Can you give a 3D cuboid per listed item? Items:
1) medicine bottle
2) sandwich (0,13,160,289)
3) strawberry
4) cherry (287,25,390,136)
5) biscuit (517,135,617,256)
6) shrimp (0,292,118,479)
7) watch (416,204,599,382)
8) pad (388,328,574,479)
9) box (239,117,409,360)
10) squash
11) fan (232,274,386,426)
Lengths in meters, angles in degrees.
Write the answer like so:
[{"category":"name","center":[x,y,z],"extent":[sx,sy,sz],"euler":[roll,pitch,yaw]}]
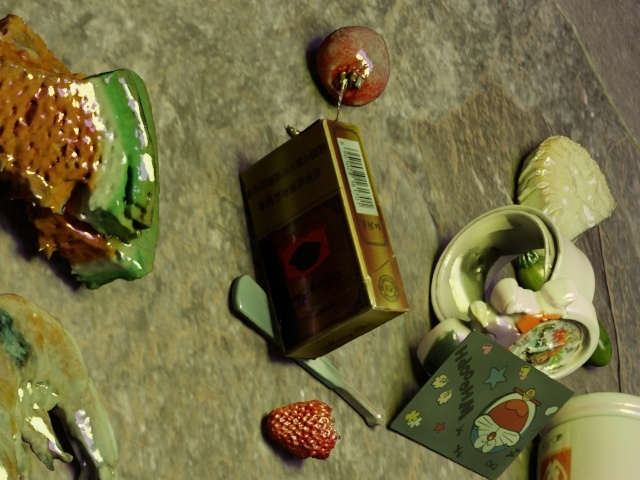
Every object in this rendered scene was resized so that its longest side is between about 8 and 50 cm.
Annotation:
[{"category":"medicine bottle","center":[0.393,0.388,2.020],"extent":[0.202,0.202,0.315],"euler":[41,43,-34]},{"category":"sandwich","center":[-0.251,-0.122,1.451],"extent":[0.301,0.162,0.250],"euler":[35,43,-43]},{"category":"strawberry","center":[-0.023,0.214,1.679],"extent":[0.083,0.073,0.073],"euler":[4,65,-14]},{"category":"cherry","center":[0.022,-0.208,1.938],"extent":[0.225,0.090,0.107],"euler":[-48,124,-43]},{"category":"biscuit","center":[0.386,-0.075,2.356],"extent":[0.281,0.084,0.179],"euler":[-39,105,-54]},{"category":"shrimp","center":[-0.262,0.219,1.341],"extent":[0.247,0.085,0.360],"euler":[32,45,-50]},{"category":"watch","center":[0.234,0.073,1.989],"extent":[0.196,0.244,0.231],"euler":[40,23,-42]},{"category":"pad","center":[0.212,0.220,1.921],"extent":[0.245,0.170,0.006],"euler":[32,12,-43]},{"category":"box","center":[0.000,0.000,1.713],"extent":[0.071,0.159,0.240],"euler":[8,61,-47]},{"category":"squash","center":[0.375,0.108,2.262],"extent":[0.258,0.069,0.069],"euler":[49,39,-26]},{"category":"fan","center":[-0.010,0.135,1.764],"extent":[0.282,0.023,0.057],"euler":[44,33,-32]}]
